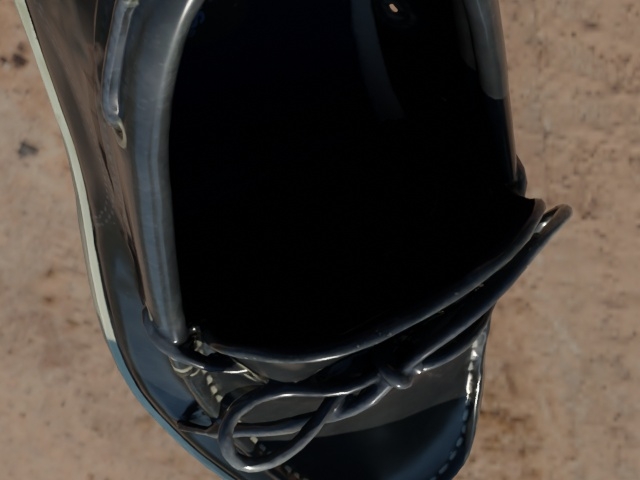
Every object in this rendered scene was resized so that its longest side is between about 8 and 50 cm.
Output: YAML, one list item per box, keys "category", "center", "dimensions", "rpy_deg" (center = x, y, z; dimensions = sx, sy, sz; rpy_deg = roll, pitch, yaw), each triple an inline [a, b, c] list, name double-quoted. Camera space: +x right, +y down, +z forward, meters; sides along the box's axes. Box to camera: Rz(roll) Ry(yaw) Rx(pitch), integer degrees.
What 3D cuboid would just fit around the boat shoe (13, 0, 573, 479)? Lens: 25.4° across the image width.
- category: "boat shoe"
  center: [0.000, 0.000, 0.585]
  dimensions: [0.186, 0.156, 0.500]
  rpy_deg: [-29, 142, -12]
